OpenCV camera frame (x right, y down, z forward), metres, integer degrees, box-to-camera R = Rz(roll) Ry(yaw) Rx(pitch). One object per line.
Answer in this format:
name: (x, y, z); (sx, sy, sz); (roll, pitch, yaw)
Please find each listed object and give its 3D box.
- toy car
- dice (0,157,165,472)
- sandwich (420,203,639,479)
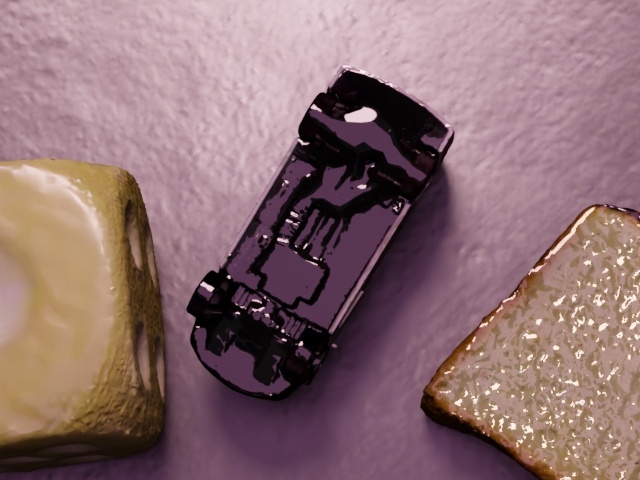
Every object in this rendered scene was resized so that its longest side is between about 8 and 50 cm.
toy car: (0.000, 0.000, 1.176); (0.089, 0.108, 0.209); (30, 87, 5)
dice: (-0.184, 0.049, 1.139); (0.169, 0.169, 0.166); (-5, 79, 2)
sandwich: (0.191, 0.103, 1.166); (0.215, 0.065, 0.186); (40, 83, 9)
